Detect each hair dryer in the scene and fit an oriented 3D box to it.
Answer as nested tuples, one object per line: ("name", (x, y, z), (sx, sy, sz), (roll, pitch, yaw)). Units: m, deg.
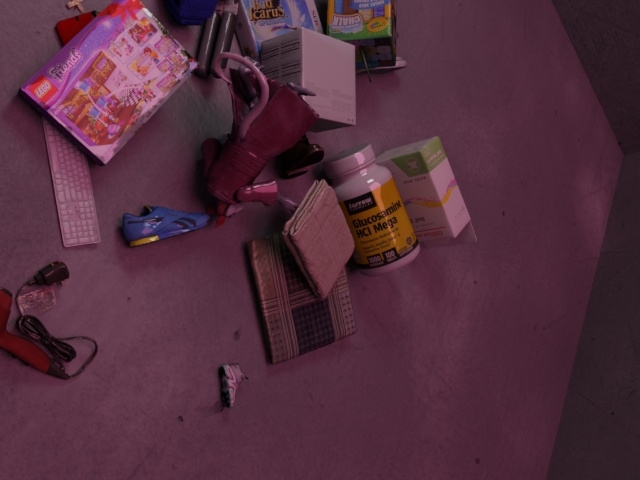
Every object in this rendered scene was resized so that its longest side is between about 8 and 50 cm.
("hair dryer", (-0.533, 0.174, 1.061), (0.293, 0.080, 0.223), (-23, 101, -44))

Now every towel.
("towel", (0.000, 0.000, 1.513), (0.187, 0.049, 0.282), (-58, 145, -28))
("towel", (-0.046, 0.124, 1.582), (0.312, 0.056, 0.324), (-13, 95, -42))

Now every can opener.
("can opener", (-0.241, -0.519, 1.438), (0.093, 0.074, 0.280), (35, 64, -74))

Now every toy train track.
("toy train track", (-0.485, -0.498, 1.255), (0.048, 0.014, 0.083), (55, 50, -24))

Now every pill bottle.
("pill bottle", (0.133, -0.086, 1.683), (0.188, 0.188, 0.334), (-37, 110, -41))

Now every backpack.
("backpack", (-0.307, -0.552, 1.382), (0.098, 0.101, 0.120), (-12, 59, -47))

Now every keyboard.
("keyboard", (-0.486, -0.118, 1.198), (0.072, 0.014, 0.256), (-10, 91, -45))

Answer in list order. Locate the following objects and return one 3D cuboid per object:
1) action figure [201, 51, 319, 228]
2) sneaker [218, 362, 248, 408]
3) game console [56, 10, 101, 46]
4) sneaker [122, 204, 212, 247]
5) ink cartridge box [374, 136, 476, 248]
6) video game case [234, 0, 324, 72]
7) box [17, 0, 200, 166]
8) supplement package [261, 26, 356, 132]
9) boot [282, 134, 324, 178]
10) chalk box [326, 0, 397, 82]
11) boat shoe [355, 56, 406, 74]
("action figure", (-0.154, -0.184, 1.338), (0.370, 0.248, 0.276), (-62, 171, 11))
("sneaker", (-0.192, 0.329, 1.404), (0.069, 0.038, 0.098), (-3, 87, -44))
("game console", (-0.455, -0.389, 1.269), (0.124, 0.085, 0.144), (-23, 101, -13))
("sneaker", (-0.323, -0.046, 1.310), (0.209, 0.069, 0.082), (-18, 93, -45))
("ink cartridge box", (0.309, -0.111, 1.846), (0.119, 0.207, 0.353), (-40, 111, -42))
("video game case", (-0.096, -0.530, 1.613), (0.269, 0.061, 0.244), (-27, 102, -43))
("box", (-0.408, -0.320, 1.210), (0.201, 0.057, 0.293), (46, 70, -24))
("supplement package", (-0.029, -0.386, 1.515), (0.194, 0.149, 0.203), (0, 89, -47))
("boot", (-0.058, -0.226, 1.513), (0.082, 0.219, 0.106), (-18, 88, -21))
("chalk box", (0.118, -0.590, 1.710), (0.180, 0.179, 0.289), (45, 46, -74))
("boat shoe", (0.181, -0.555, 1.873), (0.226, 0.083, 0.076), (-18, 98, -44))
